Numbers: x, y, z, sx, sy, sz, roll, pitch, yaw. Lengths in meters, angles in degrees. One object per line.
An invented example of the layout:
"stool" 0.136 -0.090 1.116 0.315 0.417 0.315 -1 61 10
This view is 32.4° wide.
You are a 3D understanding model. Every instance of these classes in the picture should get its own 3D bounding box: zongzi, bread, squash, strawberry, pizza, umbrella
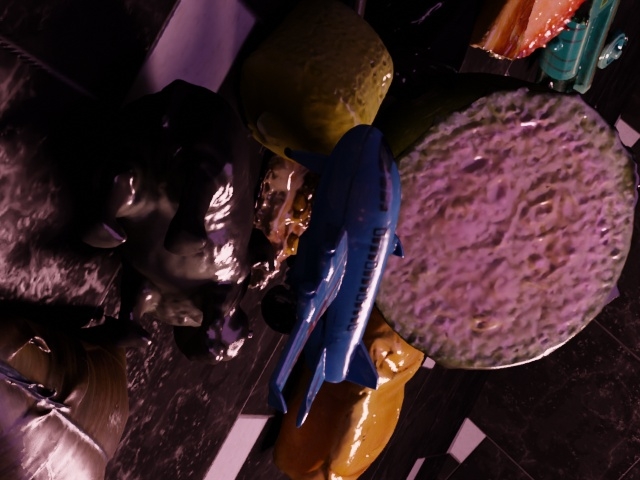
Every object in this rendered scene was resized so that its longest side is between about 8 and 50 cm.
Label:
"zongzi" -0.194 0.077 0.749 0.221 0.112 0.242 82 18 -44
"bread" 0.046 0.197 1.511 0.167 0.132 0.294 -15 133 -57
"bread" 0.000 -0.130 0.939 0.129 0.111 0.114 94 21 -61
"squash" 0.143 -0.057 1.225 0.310 0.310 0.309 -65 -155 12
"strawberry" 0.305 -0.354 1.503 0.208 0.087 0.167 -42 152 29
"pizza" -0.024 -0.036 1.094 0.195 0.052 0.185 -63 159 6
"bread" 0.226 -0.279 1.411 0.136 0.054 0.154 -47 152 -42
"umbrella" 0.145 -0.291 1.120 0.340 0.118 0.118 -62 163 -16

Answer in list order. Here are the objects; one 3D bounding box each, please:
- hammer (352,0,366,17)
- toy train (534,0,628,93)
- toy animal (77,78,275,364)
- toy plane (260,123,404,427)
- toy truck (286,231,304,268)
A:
"hammer" 0.028 -0.166 1.032 0.062 0.017 0.182 -12 115 -65
"toy train" 0.407 -0.348 1.721 0.194 0.120 0.298 -42 155 -28
"toy animal" -0.100 0.014 0.852 0.343 0.106 0.168 81 18 -68
"toy plane" 0.016 0.022 0.930 0.254 0.105 0.271 -47 144 -51
"toy truck" 0.000 0.000 1.210 0.063 0.074 0.136 104 -18 -44
